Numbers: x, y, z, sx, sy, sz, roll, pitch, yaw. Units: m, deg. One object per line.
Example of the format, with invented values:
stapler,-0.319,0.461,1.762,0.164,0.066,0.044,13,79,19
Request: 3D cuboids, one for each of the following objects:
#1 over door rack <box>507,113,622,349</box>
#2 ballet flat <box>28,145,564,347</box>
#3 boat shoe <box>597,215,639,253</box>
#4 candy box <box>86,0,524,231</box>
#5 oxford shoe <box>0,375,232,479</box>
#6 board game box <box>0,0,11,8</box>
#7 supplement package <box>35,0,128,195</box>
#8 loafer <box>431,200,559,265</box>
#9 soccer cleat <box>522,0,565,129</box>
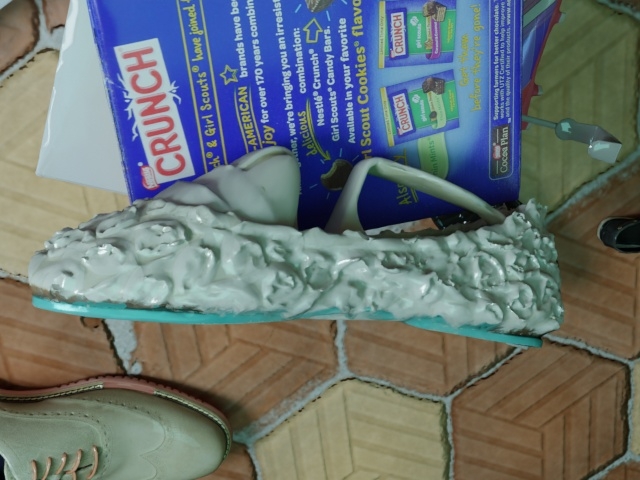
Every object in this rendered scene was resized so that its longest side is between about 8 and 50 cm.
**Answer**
over door rack,0.102,-0.052,0.909,0.325,0.108,0.239,18,116,3
ballet flat,0.000,0.000,0.651,0.409,0.147,0.146,7,112,-23
boat shoe,0.399,-0.008,1.047,0.133,0.042,0.048,-4,112,-11
candy box,-0.010,-0.142,0.698,0.317,0.122,0.268,-11,118,-10
oxford shoe,-0.291,0.238,0.963,0.397,0.146,0.140,4,112,-13
board game box,-0.401,-0.248,0.720,0.347,0.078,0.233,-35,135,5
supplement package,-0.137,-0.147,0.820,0.203,0.149,0.194,13,110,-16
loafer,0.192,-0.021,0.991,0.080,0.078,0.220,-27,108,37
soccer cleat,0.191,-0.225,0.891,0.095,0.083,0.247,5,115,-8
